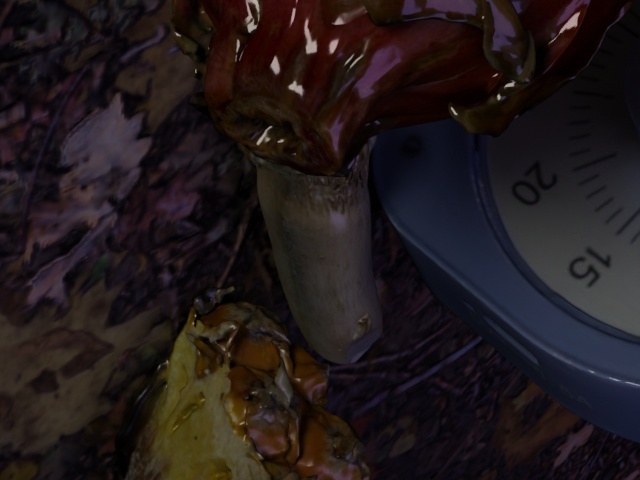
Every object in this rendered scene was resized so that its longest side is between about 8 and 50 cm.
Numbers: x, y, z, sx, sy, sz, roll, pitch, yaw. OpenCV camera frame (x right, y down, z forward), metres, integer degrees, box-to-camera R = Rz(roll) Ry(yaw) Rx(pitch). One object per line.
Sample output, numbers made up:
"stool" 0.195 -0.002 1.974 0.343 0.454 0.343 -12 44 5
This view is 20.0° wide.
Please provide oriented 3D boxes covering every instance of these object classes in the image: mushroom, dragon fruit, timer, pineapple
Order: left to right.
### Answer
"pineapple" -0.051 0.153 1.112 0.186 0.236 0.114 -24 159 39
"mushroom" 0.000 0.000 1.063 0.071 0.084 0.209 -48 146 -34
"dragon fruit" 0.048 -0.172 0.836 0.315 0.250 0.250 -39 145 -11
"timer" 0.252 -0.056 1.050 0.395 0.395 0.173 -45 150 -7
